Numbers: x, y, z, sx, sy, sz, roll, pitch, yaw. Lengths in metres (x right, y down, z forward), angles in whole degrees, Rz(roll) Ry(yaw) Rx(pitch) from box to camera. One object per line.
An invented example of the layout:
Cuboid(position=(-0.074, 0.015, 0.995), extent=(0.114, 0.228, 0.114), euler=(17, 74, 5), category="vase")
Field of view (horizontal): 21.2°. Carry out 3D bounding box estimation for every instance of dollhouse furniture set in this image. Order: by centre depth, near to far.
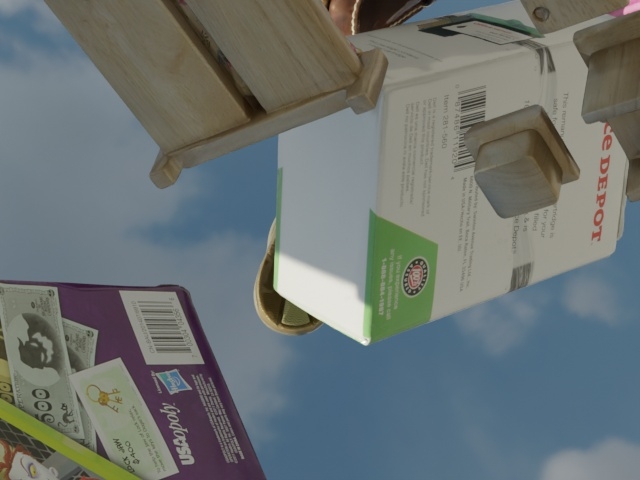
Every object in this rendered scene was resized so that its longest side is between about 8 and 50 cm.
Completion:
Cuboid(position=(-0.008, -0.139, 0.896), extent=(0.303, 0.355, 0.174), euler=(54, -146, -30), category="dollhouse furniture set")

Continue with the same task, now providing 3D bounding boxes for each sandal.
Cuboid(position=(0.000, 0.000, 1.168), extent=(0.072, 0.049, 0.180), euler=(22, -127, 4), category="sandal")

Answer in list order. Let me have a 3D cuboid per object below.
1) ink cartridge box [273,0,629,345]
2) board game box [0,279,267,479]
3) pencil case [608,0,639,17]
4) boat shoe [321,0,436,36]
Cuboid(position=(0.085, -0.050, 1.039), extent=(0.219, 0.092, 0.160), euler=(-17, -60, -38), category="ink cartridge box")
Cuboid(position=(-0.083, 0.152, 0.519), extent=(0.208, 0.056, 0.347), euler=(7, -137, -38), category="board game box")
Cuboid(position=(0.336, -0.170, 1.180), extent=(0.160, 0.386, 0.167), euler=(67, -156, -13), category="pencil case")
Cuboid(position=(0.073, -0.189, 1.069), extent=(0.073, 0.073, 0.207), euler=(26, -125, 20), category="boat shoe")
